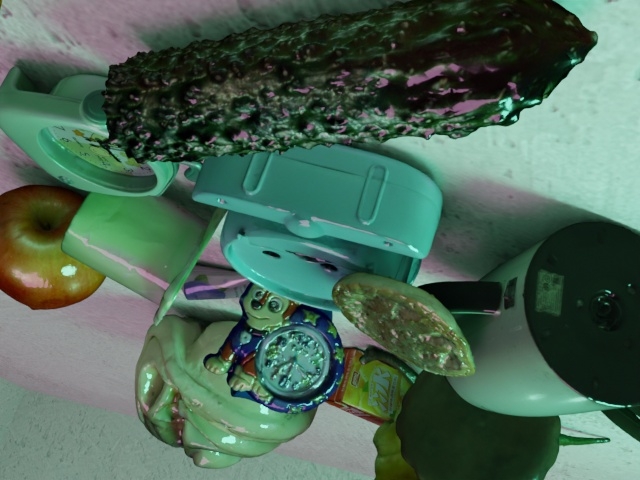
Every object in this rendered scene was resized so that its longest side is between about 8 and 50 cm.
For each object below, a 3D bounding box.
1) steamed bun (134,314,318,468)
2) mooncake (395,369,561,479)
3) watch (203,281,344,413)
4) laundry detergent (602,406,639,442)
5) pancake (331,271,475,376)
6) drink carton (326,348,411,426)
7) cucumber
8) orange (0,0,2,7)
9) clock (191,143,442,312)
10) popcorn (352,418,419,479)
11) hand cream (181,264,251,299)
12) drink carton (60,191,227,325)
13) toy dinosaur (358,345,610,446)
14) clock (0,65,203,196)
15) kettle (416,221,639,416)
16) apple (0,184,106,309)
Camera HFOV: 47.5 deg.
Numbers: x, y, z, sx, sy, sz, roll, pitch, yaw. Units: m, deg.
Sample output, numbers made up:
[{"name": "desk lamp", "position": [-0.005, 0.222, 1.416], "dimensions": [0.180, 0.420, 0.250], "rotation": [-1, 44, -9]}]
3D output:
[{"name": "steamed bun", "position": [-0.186, 0.292, 1.342], "dimensions": [0.352, 0.247, 0.339], "rotation": [14, 156, 18]}, {"name": "mooncake", "position": [0.229, 0.275, 1.054], "dimensions": [0.228, 0.228, 0.124], "rotation": [8, 156, 20]}, {"name": "watch", "position": [-0.057, 0.138, 1.006], "dimensions": [0.171, 0.196, 0.200], "rotation": [28, 174, -9]}, {"name": "laundry detergent", "position": [0.363, 0.163, 0.799], "dimensions": [0.222, 0.144, 0.078], "rotation": [32, 136, 38]}, {"name": "pancake", "position": [0.077, 0.081, 0.681], "dimensions": [0.151, 0.025, 0.151], "rotation": [27, 153, 15]}, {"name": "drink carton", "position": [0.110, 0.276, 1.290], "dimensions": [0.223, 0.096, 0.071], "rotation": [31, 155, -30]}, {"name": "cucumber", "position": [0.001, -0.105, 0.503], "dimensions": [0.359, 0.096, 0.096], "rotation": [1, 153, 34]}, {"name": "orange", "position": [-0.293, -0.180, 0.504], "dimensions": [0.135, 0.117, 0.135], "rotation": [16, 164, 5]}, {"name": "clock", "position": [0.000, 0.000, 0.743], "dimensions": [0.223, 0.094, 0.274], "rotation": [14, 156, 9]}, {"name": "popcorn", "position": [0.188, 0.476, 1.156], "dimensions": [0.279, 0.274, 0.335], "rotation": [63, 174, -32]}, {"name": "hand cream", "position": [-0.151, 0.064, 1.060], "dimensions": [0.142, 0.053, 0.084], "rotation": [5, 156, 1]}, {"name": "drink carton", "position": [-0.208, -0.002, 0.838], "dimensions": [0.142, 0.146, 0.144], "rotation": [29, 154, -8]}, {"name": "toy dinosaur", "position": [0.294, 0.288, 1.276], "dimensions": [0.447, 0.301, 0.087], "rotation": [-9, -170, -12]}, {"name": "clock", "position": [-0.202, -0.098, 0.700], "dimensions": [0.188, 0.060, 0.148], "rotation": [9, 155, 17]}, {"name": "kettle", "position": [0.191, 0.085, 0.719], "dimensions": [0.221, 0.161, 0.236], "rotation": [14, 161, -10]}, {"name": "apple", "position": [-0.345, 0.010, 0.921], "dimensions": [0.163, 0.163, 0.139], "rotation": [20, 140, -8]}]
